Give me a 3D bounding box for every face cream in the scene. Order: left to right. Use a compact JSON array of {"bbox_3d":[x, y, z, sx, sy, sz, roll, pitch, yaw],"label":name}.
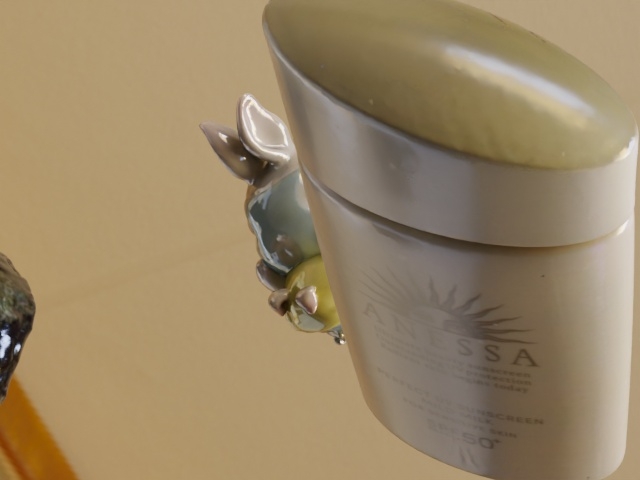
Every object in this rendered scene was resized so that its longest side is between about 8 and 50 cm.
[{"bbox_3d":[0.079,0.014,0.702,0.173,0.081,0.348,16,-30,21],"label":"face cream"}]

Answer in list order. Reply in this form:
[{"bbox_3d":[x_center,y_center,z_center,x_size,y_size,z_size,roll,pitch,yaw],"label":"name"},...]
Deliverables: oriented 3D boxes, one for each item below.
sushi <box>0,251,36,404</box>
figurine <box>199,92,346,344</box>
[{"bbox_3d":[-0.388,0.044,1.107,0.171,0.350,0.211,35,-97,-43],"label":"sushi"},{"bbox_3d":[0.000,0.000,1.061,0.235,0.155,0.127,32,-29,-31],"label":"figurine"}]
